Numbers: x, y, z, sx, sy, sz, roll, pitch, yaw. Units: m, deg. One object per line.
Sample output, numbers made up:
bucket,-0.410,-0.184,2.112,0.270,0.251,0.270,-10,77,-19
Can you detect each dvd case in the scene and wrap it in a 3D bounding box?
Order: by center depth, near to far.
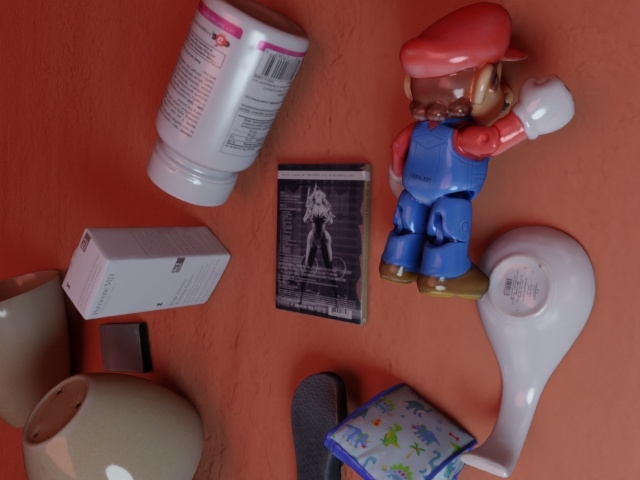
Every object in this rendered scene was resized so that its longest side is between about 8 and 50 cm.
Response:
dvd case,0.000,0.000,0.927,0.164,0.018,0.222,5,97,40

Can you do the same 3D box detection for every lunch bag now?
lunch bag,0.094,0.258,0.782,0.128,0.151,0.096,32,112,32

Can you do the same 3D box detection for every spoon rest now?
spoon rest,0.224,0.119,0.728,0.137,0.084,0.277,12,87,37

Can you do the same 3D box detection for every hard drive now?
hard drive,-0.379,0.207,1.243,0.135,0.022,0.094,-7,88,39

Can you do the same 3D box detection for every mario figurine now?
mario figurine,0.169,-0.100,0.728,0.198,0.170,0.321,12,100,17

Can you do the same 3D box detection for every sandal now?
sandal,0.005,0.299,0.928,0.097,0.054,0.255,21,116,43

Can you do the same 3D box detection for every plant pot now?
plant pot,-0.359,0.324,1.033,0.284,0.284,0.191,-5,133,39
plant pot,-0.624,0.232,1.327,0.256,0.256,0.274,-4,107,39

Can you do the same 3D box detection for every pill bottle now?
pill bottle,-0.145,-0.202,0.939,0.160,0.160,0.283,43,117,29

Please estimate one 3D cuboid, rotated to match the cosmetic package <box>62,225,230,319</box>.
cosmetic package,-0.267,0.045,1.008,0.085,0.231,0.117,45,119,28
